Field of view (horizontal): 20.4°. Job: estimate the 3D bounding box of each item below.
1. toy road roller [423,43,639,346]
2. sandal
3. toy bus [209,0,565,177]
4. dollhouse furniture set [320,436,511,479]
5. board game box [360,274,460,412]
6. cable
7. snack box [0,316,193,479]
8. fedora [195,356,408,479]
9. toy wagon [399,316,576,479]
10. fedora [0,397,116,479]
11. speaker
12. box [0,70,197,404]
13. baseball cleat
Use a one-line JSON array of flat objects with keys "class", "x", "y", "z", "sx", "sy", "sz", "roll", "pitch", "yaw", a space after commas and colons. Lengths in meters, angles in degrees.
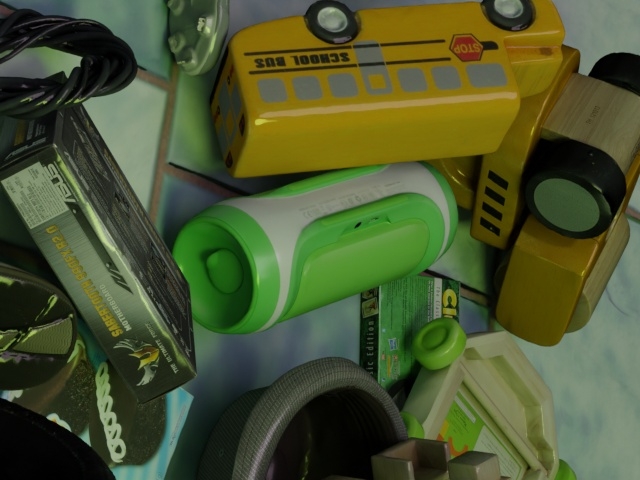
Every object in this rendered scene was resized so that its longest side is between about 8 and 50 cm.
[{"class": "toy road roller", "x": 0.217, "y": -0.071, "z": 1.908, "sx": 0.202, "sy": 0.240, "sz": 0.329, "roll": -57, "pitch": 162, "yaw": -35}, {"class": "sandal", "x": -0.325, "y": 0.029, "z": 1.340, "sx": 0.303, "sy": 0.086, "sz": 0.120, "roll": 30, "pitch": 97, "yaw": -33}, {"class": "toy bus", "x": 0.069, "y": -0.147, "z": 1.665, "sx": 0.332, "sy": 0.108, "sz": 0.130, "roll": -6, "pitch": 62, "yaw": -19}, {"class": "dollhouse furniture set", "x": 0.129, "y": 0.300, "z": 1.434, "sx": 0.303, "sy": 0.355, "sz": 0.174, "roll": -20, "pitch": 107, "yaw": -45}, {"class": "board game box", "x": 0.092, "y": 0.164, "z": 1.831, "sx": 0.136, "sy": 0.030, "sz": 0.260, "roll": 10, "pitch": 78, "yaw": -45}, {"class": "cable", "x": -0.223, "y": -0.146, "z": 1.433, "sx": 0.184, "sy": 0.150, "sz": 0.047, "roll": -27, "pitch": 124, "yaw": -47}, {"class": "snack box", "x": -0.232, "y": 0.227, "z": 1.440, "sx": 0.187, "sy": 0.060, "sz": 0.322, "roll": 39, "pitch": 58, "yaw": -37}, {"class": "fedora", "x": -0.029, "y": 0.241, "z": 1.614, "sx": 0.243, "sy": 0.124, "sz": 0.275, "roll": 1, "pitch": 91, "yaw": -47}, {"class": "toy wagon", "x": 0.140, "y": 0.257, "z": 1.803, "sx": 0.267, "sy": 0.068, "sz": 0.344, "roll": 51, "pitch": 52, "yaw": -33}, {"class": "fedora", "x": -0.308, "y": 0.207, "z": 1.239, "sx": 0.334, "sy": 0.334, "sz": 0.152, "roll": 2, "pitch": 111, "yaw": -48}, {"class": "speaker", "x": 0.000, "y": 0.000, "z": 1.674, "sx": 0.296, "sy": 0.131, "sz": 0.131, "roll": -18, "pitch": 99, "yaw": -47}, {"class": "box", "x": -0.180, "y": -0.006, "z": 1.452, "sx": 0.231, "sy": 0.056, "sz": 0.183, "roll": 61, "pitch": 5, "yaw": -24}, {"class": "baseball cleat", "x": -0.087, "y": -0.247, "z": 1.647, "sx": 0.109, "sy": 0.072, "sz": 0.206, "roll": 11, "pitch": 78, "yaw": -46}]
